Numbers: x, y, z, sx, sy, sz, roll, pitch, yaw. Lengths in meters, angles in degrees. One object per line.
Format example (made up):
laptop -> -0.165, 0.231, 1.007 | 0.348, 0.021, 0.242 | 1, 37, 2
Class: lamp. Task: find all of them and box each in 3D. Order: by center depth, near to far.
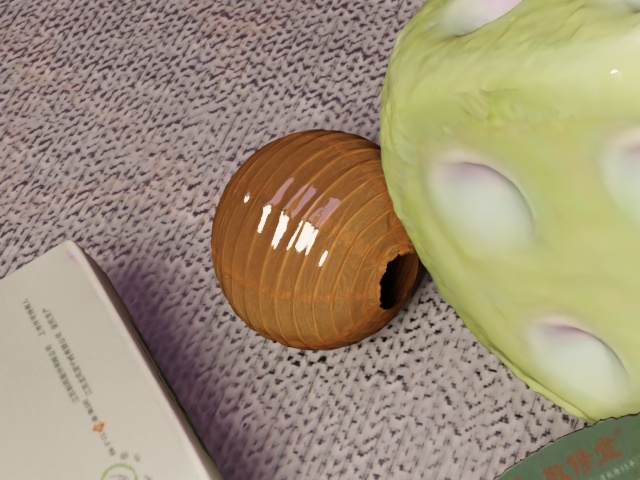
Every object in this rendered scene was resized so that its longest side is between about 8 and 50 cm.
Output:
lamp -> 0.000, 0.000, 0.779 | 0.136, 0.136, 0.136 | -6, 54, 8

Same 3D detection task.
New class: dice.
dice -> 0.207, -0.055, 0.656 | 0.250, 0.252, 0.254 | 3, 41, 50

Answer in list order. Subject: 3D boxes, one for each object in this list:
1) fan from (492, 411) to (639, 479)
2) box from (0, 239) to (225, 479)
fan -> 0.150, 0.226, 0.613 | 0.223, 0.012, 0.294 | -2, 85, 33
box -> -0.210, 0.164, 0.717 | 0.299, 0.106, 0.200 | -31, 55, -7
